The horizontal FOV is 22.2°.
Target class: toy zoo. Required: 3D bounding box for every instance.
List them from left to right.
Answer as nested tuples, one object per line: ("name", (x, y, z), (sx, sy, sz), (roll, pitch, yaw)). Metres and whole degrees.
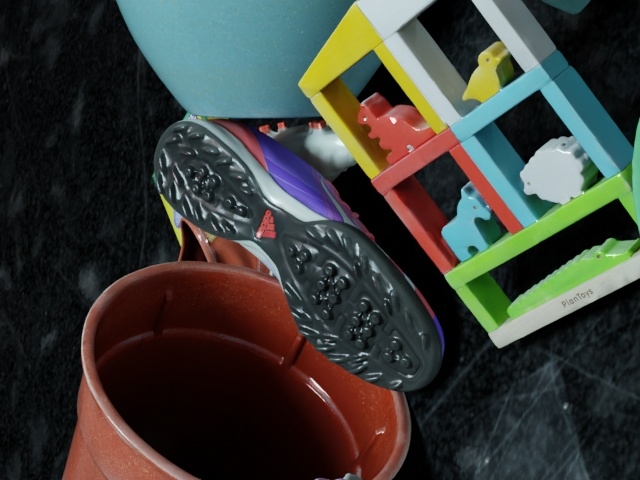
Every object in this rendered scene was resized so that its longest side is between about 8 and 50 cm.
("toy zoo", (0.103, -0.076, 1.137), (0.293, 0.030, 0.192), (52, 138, -3))

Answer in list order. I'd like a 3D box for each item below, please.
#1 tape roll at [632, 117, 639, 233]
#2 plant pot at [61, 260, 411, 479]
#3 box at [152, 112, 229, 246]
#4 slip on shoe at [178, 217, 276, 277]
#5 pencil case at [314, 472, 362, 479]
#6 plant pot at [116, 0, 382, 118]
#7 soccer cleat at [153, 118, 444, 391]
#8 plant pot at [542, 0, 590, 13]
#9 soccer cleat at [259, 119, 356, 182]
("tape roll", (0.317, -0.049, 0.807), (0.321, 0.077, 0.321), (-18, 56, 28))
("plant pot", (-0.100, 0.205, 1.348), (0.265, 0.272, 0.272), (-65, 33, 35))
("box", (-0.117, -0.061, 1.652), (0.105, 0.043, 0.179), (-59, 35, 27))
("slip on shoe", (-0.111, 0.111, 1.508), (0.123, 0.101, 0.331), (46, 128, 52))
("pencil case", (0.091, 0.213, 0.991), (0.124, 0.284, 0.124), (-24, 60, 49))
("plant pot", (-0.046, -0.205, 1.392), (0.290, 0.290, 0.195), (12, 104, 58))
("soccer cleat", (0.000, 0.000, 1.360), (0.318, 0.116, 0.108), (40, 122, 25))
("plant pot", (0.125, -0.280, 1.143), (0.165, 0.234, 0.165), (-49, 37, 6))
("soccer cleat", (-0.001, -0.072, 1.461), (0.196, 0.068, 0.076), (-5, 105, 51))
